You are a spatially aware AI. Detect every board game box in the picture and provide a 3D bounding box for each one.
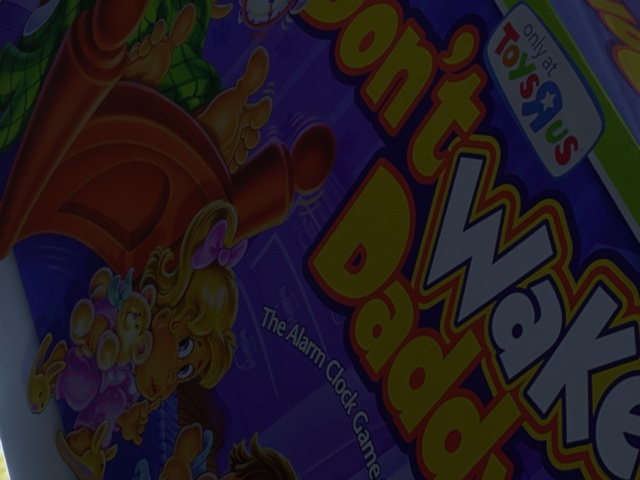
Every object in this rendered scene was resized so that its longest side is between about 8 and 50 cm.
[{"bbox_3d":[0.000,0.000,0.520,0.078,0.233,0.347,17,-145,-37],"label":"board game box"}]
